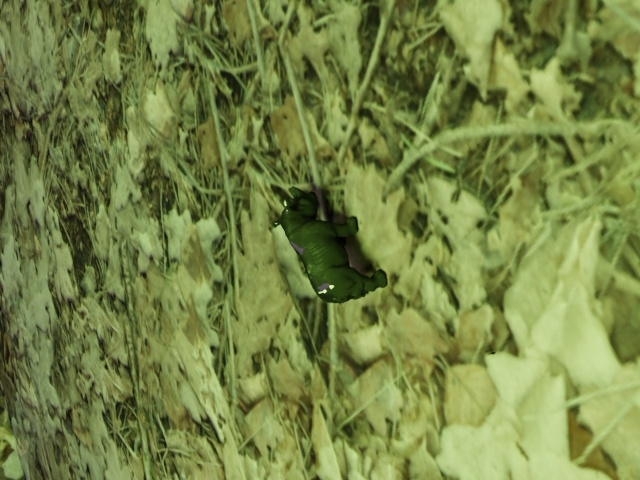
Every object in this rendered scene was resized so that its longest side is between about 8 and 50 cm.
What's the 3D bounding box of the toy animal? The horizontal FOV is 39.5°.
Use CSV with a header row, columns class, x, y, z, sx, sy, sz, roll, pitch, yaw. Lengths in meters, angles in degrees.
class,x,y,z,sx,sy,sz,roll,pitch,yaw
toy animal,0.000,0.000,0.802,0.136,0.065,0.047,63,143,28
